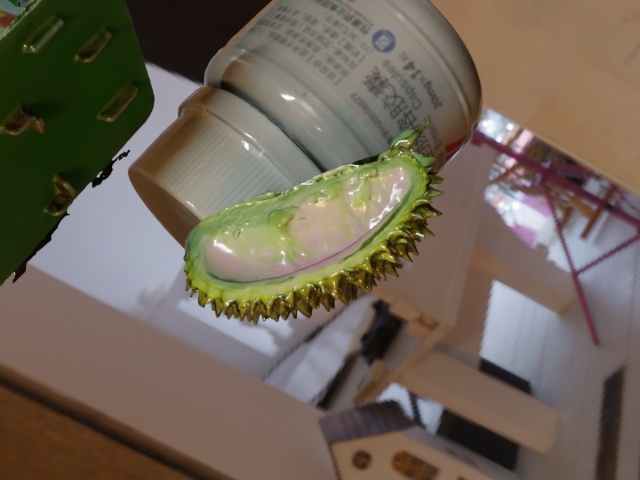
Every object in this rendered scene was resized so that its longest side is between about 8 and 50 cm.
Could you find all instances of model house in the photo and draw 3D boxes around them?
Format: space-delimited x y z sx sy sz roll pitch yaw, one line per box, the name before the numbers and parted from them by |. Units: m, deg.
model house | -0.354 -0.128 0.827 0.357 0.313 0.242 -54 -14 -20

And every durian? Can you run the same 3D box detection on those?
durian | 0.005 0.007 0.783 0.221 0.095 0.137 -28 48 17

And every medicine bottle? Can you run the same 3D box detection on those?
medicine bottle | -0.015 -0.103 1.023 0.306 0.245 0.245 -46 3 -13
